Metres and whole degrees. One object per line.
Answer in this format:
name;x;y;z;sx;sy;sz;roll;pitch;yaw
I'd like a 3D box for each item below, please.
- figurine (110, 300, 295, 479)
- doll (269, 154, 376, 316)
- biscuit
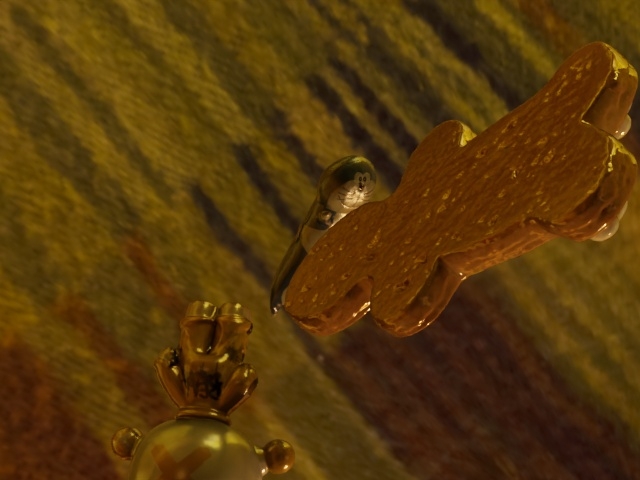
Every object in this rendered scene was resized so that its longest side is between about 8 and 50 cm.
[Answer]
figurine;-0.063;0.107;0.859;0.101;0.068;0.143;27;74;17
doll;0.000;0.000;0.922;0.027;0.037;0.125;52;129;38
biscuit;0.073;-0.011;0.799;0.240;0.035;0.158;-30;27;39
